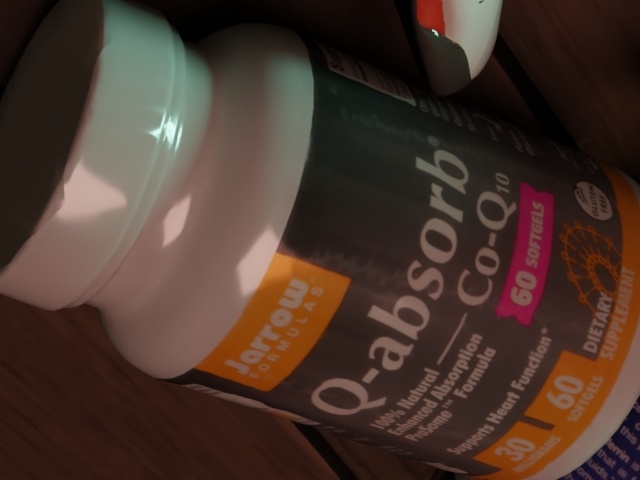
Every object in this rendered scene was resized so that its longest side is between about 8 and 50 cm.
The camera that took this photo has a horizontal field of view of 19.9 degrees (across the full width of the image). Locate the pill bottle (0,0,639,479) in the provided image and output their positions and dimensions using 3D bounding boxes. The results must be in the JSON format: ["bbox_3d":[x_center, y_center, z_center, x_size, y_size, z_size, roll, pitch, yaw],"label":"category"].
[{"bbox_3d":[0.000,0.000,0.797,0.278,0.162,0.162,20,119,-25],"label":"pill bottle"}]

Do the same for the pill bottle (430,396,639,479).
[{"bbox_3d":[0.179,0.077,0.898,0.153,0.153,0.264,20,119,-25],"label":"pill bottle"}]

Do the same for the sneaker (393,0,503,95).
[{"bbox_3d":[0.088,-0.190,0.712,0.145,0.090,0.270,-12,117,-4],"label":"sneaker"}]
